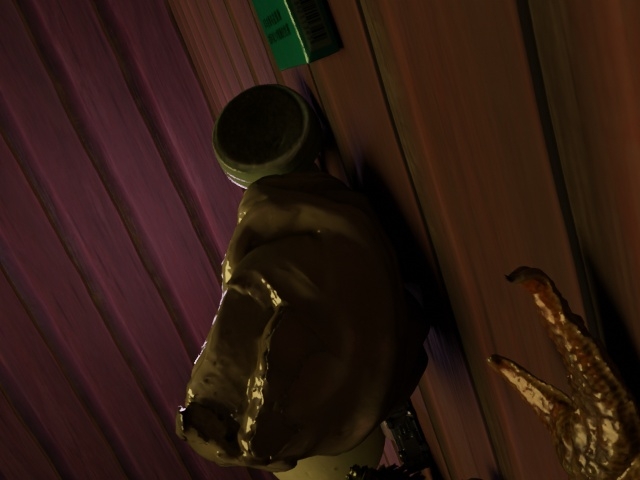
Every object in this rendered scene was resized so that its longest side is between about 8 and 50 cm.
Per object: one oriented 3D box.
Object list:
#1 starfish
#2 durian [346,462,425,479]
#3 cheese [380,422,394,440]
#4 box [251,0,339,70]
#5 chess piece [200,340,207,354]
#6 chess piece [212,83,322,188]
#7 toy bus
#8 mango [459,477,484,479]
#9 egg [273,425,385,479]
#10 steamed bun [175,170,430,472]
[{"bbox_3d":[0.175,0.133,0.363,0.247,0.050,0.138,54,167,27],"label":"starfish"},{"bbox_3d":[0.135,0.518,1.194,0.394,0.198,0.163,60,-176,-27],"label":"durian"},{"bbox_3d":[0.114,0.280,1.236,0.105,0.042,0.191,105,149,-81],"label":"cheese"},{"bbox_3d":[-0.054,-0.284,0.679,0.161,0.042,0.227,-143,30,-73],"label":"box"},{"bbox_3d":[-0.085,0.159,1.294,0.176,0.298,0.176,62,170,20],"label":"chess piece"},{"bbox_3d":[-0.042,-0.092,0.965,0.139,0.139,0.272,63,-177,25],"label":"chess piece"},{"bbox_3d":[0.139,0.315,1.148,0.061,0.051,0.153,-119,7,-74],"label":"toy bus"},{"bbox_3d":[0.195,0.341,0.754,0.161,0.076,0.103,57,165,7],"label":"mango"},{"bbox_3d":[-0.001,0.387,1.447,0.345,0.282,0.283,68,173,-23],"label":"egg"},{"bbox_3d":[0.002,0.109,0.777,0.394,0.237,0.347,-75,-4,-53],"label":"steamed bun"}]
